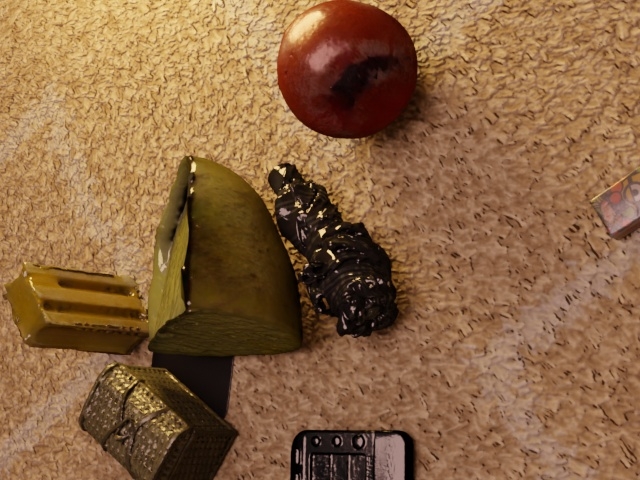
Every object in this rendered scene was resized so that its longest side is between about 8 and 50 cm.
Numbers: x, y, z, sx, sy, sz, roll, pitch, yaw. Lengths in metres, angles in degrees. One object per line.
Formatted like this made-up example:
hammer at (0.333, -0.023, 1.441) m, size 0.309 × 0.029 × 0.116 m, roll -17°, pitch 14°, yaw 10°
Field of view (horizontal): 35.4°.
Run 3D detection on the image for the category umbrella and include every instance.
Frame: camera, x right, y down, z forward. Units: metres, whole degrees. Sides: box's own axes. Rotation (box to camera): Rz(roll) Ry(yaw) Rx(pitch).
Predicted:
umbrella at (-0.001, -0.006, 1.491) m, size 0.128 × 0.154 × 0.336 m, roll -22°, pitch 61°, yaw -16°

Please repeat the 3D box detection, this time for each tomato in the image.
tomato at (0.042, -0.250, 1.482) m, size 0.184 × 0.208 × 0.208 m, roll 35°, pitch 99°, yaw 51°

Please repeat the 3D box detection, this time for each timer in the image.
timer at (0.045, 0.343, 1.432) m, size 0.188 × 0.055 × 0.144 m, roll -5°, pitch 77°, yaw 29°

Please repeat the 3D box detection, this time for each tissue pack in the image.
tissue pack at (0.400, -0.048, 1.296) m, size 0.083 × 0.035 × 0.063 m, roll -36°, pitch 61°, yaw 24°

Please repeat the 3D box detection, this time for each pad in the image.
pad at (-0.212, 0.169, 1.677) m, size 0.181 × 0.004 × 0.267 m, roll 0°, pitch 78°, yaw 34°

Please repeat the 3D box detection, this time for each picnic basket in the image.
picnic basket at (-0.265, 0.299, 1.584) m, size 0.196 × 0.154 × 0.134 m, roll 34°, pitch 100°, yaw 33°

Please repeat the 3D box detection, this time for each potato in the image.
potato at (-0.135, 0.026, 1.543) m, size 0.330 × 0.213 × 0.279 m, roll 139°, pitch 136°, yaw -63°

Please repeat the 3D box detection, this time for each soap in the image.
soap at (-0.400, 0.117, 1.677) m, size 0.076 × 0.233 × 0.135 m, roll -46°, pitch 56°, yaw 26°
